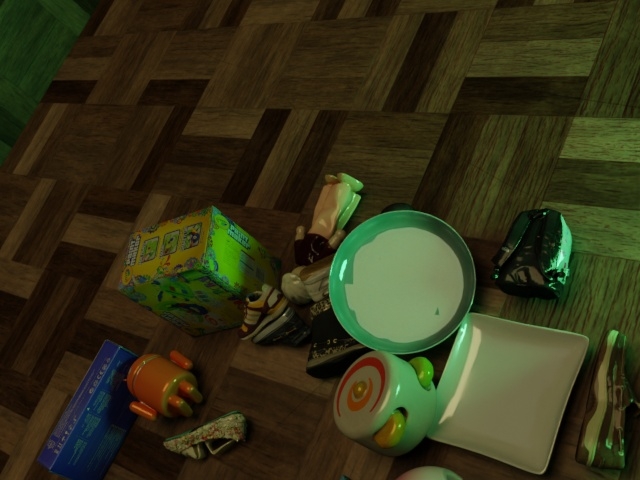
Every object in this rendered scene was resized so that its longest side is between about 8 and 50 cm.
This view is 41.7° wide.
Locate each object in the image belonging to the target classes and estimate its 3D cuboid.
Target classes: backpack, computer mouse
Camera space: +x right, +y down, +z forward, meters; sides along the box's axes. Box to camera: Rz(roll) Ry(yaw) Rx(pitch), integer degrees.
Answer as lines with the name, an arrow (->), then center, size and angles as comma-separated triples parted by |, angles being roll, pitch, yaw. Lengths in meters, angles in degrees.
backpack -> 0.441, 0.026, 1.715 | 0.151, 0.115, 0.182 | 7, 65, 28
computer mouse -> 0.230, 0.008, 1.878 | 0.184, 0.060, 0.262 | -10, 59, 6

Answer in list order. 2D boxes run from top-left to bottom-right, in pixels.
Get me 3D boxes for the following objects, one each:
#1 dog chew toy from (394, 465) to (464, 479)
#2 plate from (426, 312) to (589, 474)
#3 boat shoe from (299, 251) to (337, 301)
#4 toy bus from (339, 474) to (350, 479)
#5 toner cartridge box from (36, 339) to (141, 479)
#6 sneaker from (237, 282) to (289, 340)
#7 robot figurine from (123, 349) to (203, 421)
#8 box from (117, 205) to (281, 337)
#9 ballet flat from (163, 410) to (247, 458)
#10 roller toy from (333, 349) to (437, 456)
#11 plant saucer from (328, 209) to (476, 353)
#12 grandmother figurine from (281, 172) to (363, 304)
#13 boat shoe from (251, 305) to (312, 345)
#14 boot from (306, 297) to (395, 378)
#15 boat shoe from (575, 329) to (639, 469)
dog chew toy -> 0.151, 0.569, 1.519 | 0.332, 0.206, 0.207 | -49, 43, 11
plate -> 0.362, 0.293, 1.644 | 0.278, 0.045, 0.277 | 9, 68, 41
boat shoe -> 0.091, 0.061, 1.986 | 0.277, 0.096, 0.098 | -24, 15, 1
toy bus -> 0.007, 0.578, 1.684 | 0.202, 0.104, 0.191 | -52, 44, -4
toner cartridge box -> -0.567, 0.450, 2.178 | 0.075, 0.165, 0.348 | 15, 71, 43
sneaker -> -0.156, 0.168, 2.026 | 0.185, 0.084, 0.069 | -41, 9, 34
robot figurine -> -0.400, 0.365, 2.117 | 0.219, 0.128, 0.158 | 22, 103, 34
box -> -0.299, 0.089, 2.123 | 0.279, 0.290, 0.177 | -16, 53, 28
ballet flat -> -0.274, 0.475, 1.995 | 0.241, 0.091, 0.077 | -26, 70, 26
roller toy -> 0.124, 0.329, 1.702 | 0.191, 0.146, 0.209 | -22, 44, 49
plant saucer -> 0.176, 0.091, 1.812 | 0.317, 0.044, 0.318 | -4, 71, 12
grandmother figurine -> 0.000, 0.000, 2.097 | 0.342, 0.104, 0.208 | -66, 19, -13
boat shoe -> -0.097, 0.229, 2.036 | 0.183, 0.083, 0.065 | -38, 11, 49
boot -> 0.070, 0.201, 1.908 | 0.236, 0.085, 0.179 | -22, 47, 23
boat shoe -> 0.528, 0.287, 1.502 | 0.095, 0.095, 0.258 | 13, 67, 17
